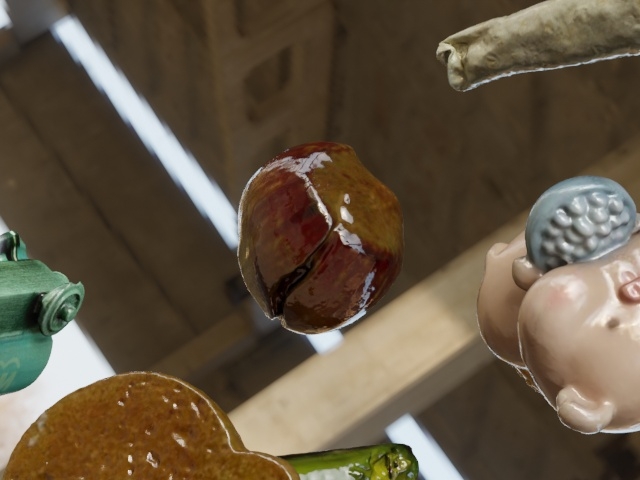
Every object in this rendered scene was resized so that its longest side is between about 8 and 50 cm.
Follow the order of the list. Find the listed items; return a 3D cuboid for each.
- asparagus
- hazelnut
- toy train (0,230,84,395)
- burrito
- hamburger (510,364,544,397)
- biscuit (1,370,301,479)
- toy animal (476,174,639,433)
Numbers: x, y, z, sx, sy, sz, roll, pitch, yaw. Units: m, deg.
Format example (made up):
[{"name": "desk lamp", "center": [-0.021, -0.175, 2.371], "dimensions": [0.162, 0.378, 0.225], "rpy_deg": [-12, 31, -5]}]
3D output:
[{"name": "asparagus", "center": [-0.027, 0.315, 2.124], "dimensions": [0.128, 0.381, 0.108], "rpy_deg": [143, -61, -63]}, {"name": "hazelnut", "center": [0.000, 0.000, 2.111], "dimensions": [0.218, 0.218, 0.234], "rpy_deg": [84, -7, -58]}, {"name": "toy train", "center": [-0.302, 0.080, 1.431], "dimensions": [0.101, 0.159, 0.248], "rpy_deg": [33, 12, 18]}, {"name": "burrito", "center": [0.237, -0.197, 1.647], "dimensions": [0.275, 0.059, 0.082], "rpy_deg": [-11, -53, 39]}, {"name": "hamburger", "center": [0.292, 0.127, 2.037], "dimensions": [0.162, 0.115, 0.162], "rpy_deg": [38, 17, -13]}, {"name": "biscuit", "center": [-0.161, 0.295, 1.672], "dimensions": [0.063, 0.314, 0.367], "rpy_deg": [59, 8, -59]}, {"name": "toy animal", "center": [0.251, 0.069, 1.551], "dimensions": [0.229, 0.210, 0.221], "rpy_deg": [61, -16, 9]}]
